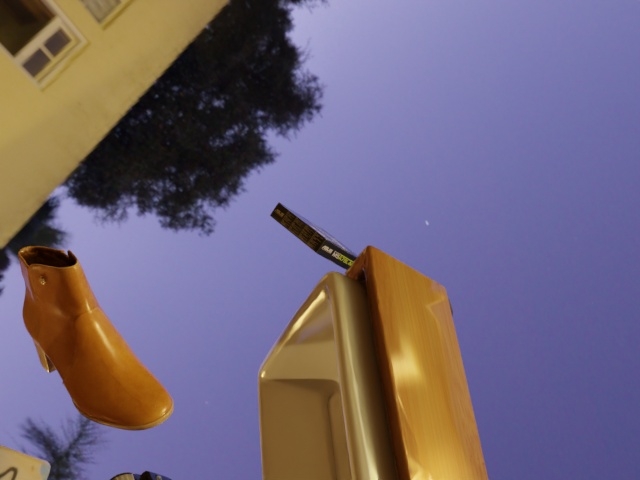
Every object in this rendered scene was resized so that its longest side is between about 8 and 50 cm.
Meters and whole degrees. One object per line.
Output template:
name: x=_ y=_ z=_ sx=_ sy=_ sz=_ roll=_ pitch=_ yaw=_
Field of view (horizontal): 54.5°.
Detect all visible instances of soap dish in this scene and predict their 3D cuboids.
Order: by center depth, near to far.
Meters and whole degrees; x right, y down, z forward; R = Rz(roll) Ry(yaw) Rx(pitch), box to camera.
soap dish: x=0.031 y=0.173 z=0.568 sx=0.118 sy=0.291 sz=0.228 roll=4 pitch=-121 yaw=-19

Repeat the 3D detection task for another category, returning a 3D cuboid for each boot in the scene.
boot: x=-0.335 y=0.131 z=0.891 sx=0.295 sy=0.211 sz=0.104 roll=20 pitch=-147 yaw=30

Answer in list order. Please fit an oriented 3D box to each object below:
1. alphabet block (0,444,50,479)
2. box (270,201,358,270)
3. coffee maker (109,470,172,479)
alphabet block: x=-0.486 y=0.324 z=0.734 sx=0.194 sy=0.197 sz=0.192 roll=-9 pitch=-127 yaw=27
box: x=0.000 y=0.000 z=1.431 sx=0.045 sy=0.184 sz=0.191 roll=-54 pitch=-133 yaw=2
coffee maker: x=-0.240 y=0.445 z=0.914 sx=0.120 sy=0.171 sz=0.178 roll=-36 pitch=-147 yaw=-14
